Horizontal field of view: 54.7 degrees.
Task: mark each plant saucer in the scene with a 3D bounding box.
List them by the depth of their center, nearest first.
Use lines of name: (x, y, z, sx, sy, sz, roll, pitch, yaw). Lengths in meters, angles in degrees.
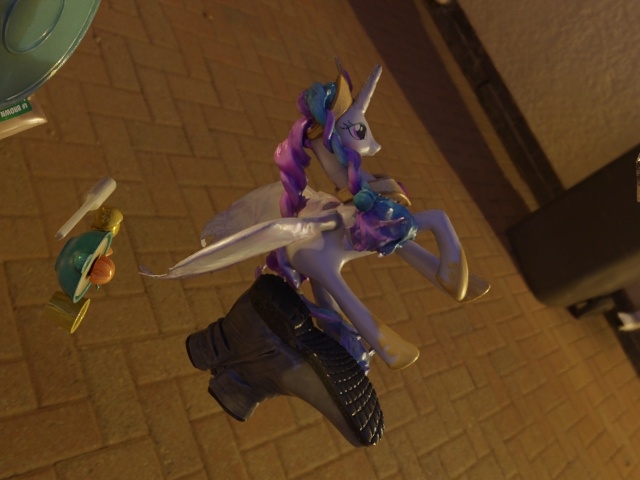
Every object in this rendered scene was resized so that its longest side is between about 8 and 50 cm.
plant saucer: (-0.334, -0.263, 0.694, 0.044, 0.317, 0.317, 34, 37, -4)

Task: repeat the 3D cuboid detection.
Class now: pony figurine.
pony figurine: (0.000, 0.000, 0.789, 0.363, 0.351, 0.303, 56, 11, -14)

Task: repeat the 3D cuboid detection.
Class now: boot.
boot: (-0.047, 0.175, 0.758, 0.246, 0.161, 0.083, 51, 22, 13)

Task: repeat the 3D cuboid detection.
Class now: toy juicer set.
toy juicer set: (-0.382, 0.013, 1.066, 0.090, 0.329, 0.209, 26, 51, -8)

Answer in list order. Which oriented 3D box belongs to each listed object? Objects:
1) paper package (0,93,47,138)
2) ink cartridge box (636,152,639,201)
paper package: (-0.650, -0.216, 0.939, 0.325, 0.310, 0.168, -35, 130, -36)
ink cartridge box: (0.296, -0.041, 0.451, 0.029, 0.115, 0.063, -62, 145, -12)
